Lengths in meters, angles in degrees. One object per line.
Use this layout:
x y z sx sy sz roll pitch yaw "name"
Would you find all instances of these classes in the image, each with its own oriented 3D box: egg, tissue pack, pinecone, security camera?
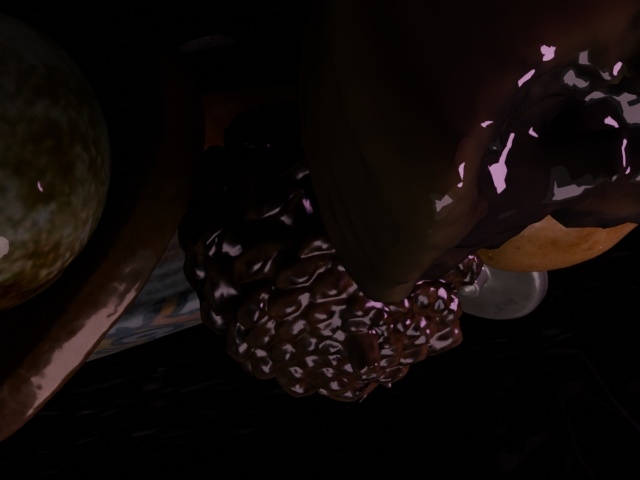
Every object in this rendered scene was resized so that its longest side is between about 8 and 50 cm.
-0.292 -0.055 1.299 0.238 0.238 0.289 2 168 -42 "egg"
-0.201 0.045 1.880 0.310 0.128 0.228 -19 175 23 "tissue pack"
-0.005 -0.001 1.357 0.243 0.257 0.243 -37 160 -16 "pinecone"
0.099 -0.007 1.754 0.301 0.080 0.157 40 142 -12 "security camera"

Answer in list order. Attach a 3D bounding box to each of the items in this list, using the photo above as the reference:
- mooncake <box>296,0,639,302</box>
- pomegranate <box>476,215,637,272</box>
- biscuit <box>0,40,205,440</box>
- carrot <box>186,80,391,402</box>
0.186 -0.112 1.178 0.394 0.393 0.246 26 159 -4 "mooncake"
0.181 -0.102 1.479 0.260 0.260 0.260 -12 164 -3 "pomegranate"
-0.219 -0.004 1.445 0.063 0.314 0.367 30 112 -28 "biscuit"
-0.014 -0.015 1.581 0.214 0.331 0.193 -27 178 -14 "carrot"
